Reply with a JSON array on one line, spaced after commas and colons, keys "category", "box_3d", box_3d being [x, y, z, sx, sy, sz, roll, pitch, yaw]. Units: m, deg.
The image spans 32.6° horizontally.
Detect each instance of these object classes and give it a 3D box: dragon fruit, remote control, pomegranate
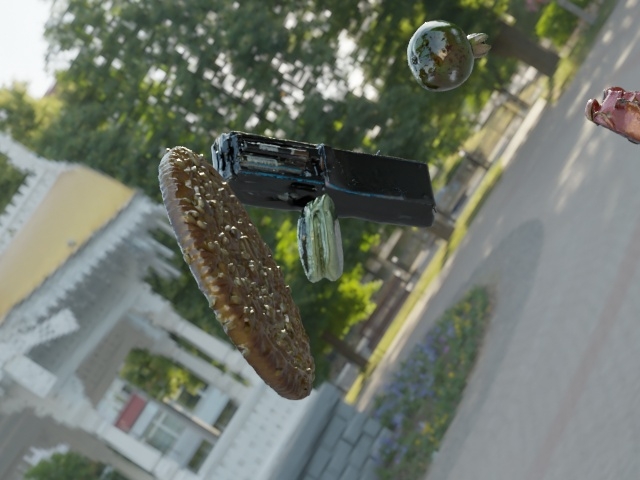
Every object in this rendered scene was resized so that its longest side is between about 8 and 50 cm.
[{"category": "dragon fruit", "box_3d": [0.369, -0.141, 1.245, 0.112, 0.126, 0.068, 14, -75, -50]}, {"category": "remote control", "box_3d": [0.016, -0.107, 1.836, 0.062, 0.398, 0.145, 127, 142, -50]}, {"category": "pomegranate", "box_3d": [0.206, -0.296, 1.738, 0.142, 0.114, 0.114, -18, -22, -25]}]

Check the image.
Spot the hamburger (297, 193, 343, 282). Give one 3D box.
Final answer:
[{"category": "hamburger", "box_3d": [0.000, 0.000, 1.738, 0.140, 0.062, 0.133, 74, -168, -48]}]

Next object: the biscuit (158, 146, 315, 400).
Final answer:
[{"category": "biscuit", "box_3d": [-0.081, 0.032, 1.172, 0.038, 0.305, 0.305, -28, 2, 8]}]
